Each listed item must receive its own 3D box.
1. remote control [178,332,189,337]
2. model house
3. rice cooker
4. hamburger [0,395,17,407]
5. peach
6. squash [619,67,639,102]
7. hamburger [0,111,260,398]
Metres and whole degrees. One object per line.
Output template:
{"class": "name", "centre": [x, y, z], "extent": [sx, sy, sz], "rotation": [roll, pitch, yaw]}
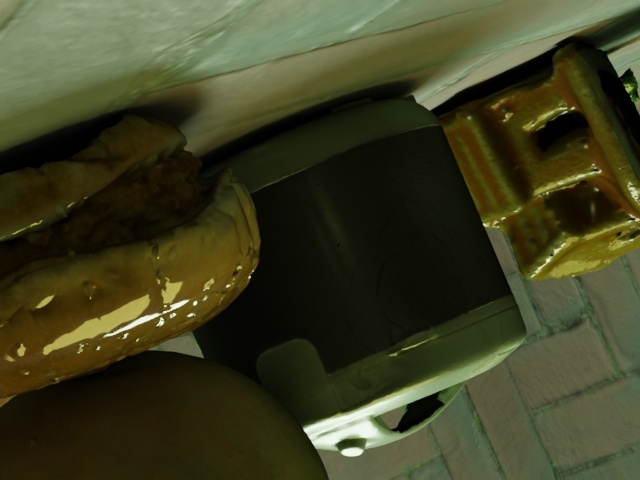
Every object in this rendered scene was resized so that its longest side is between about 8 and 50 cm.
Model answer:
{"class": "remote control", "centre": [-0.098, 0.041, 1.971], "extent": [0.332, 0.103, 0.221], "rotation": [-17, 171, -44]}
{"class": "model house", "centre": [0.221, -0.063, 1.671], "extent": [0.239, 0.268, 0.173], "rotation": [-23, -164, 20]}
{"class": "rice cooker", "centre": [0.019, 0.041, 1.415], "extent": [0.288, 0.277, 0.288], "rotation": [-23, 178, -1]}
{"class": "hamburger", "centre": [-0.377, 0.219, 1.968], "extent": [0.211, 0.245, 0.260], "rotation": [-42, -158, 50]}
{"class": "peach", "centre": [-0.139, 0.224, 1.231], "extent": [0.292, 0.292, 0.247], "rotation": [-24, 180, 5]}
{"class": "squash", "centre": [0.170, -0.086, 1.812], "extent": [0.395, 0.107, 0.107], "rotation": [-25, 176, 9]}
{"class": "hamburger", "centre": [-0.166, 0.021, 1.105], "extent": [0.260, 0.144, 0.283], "rotation": [-26, -179, 2]}
